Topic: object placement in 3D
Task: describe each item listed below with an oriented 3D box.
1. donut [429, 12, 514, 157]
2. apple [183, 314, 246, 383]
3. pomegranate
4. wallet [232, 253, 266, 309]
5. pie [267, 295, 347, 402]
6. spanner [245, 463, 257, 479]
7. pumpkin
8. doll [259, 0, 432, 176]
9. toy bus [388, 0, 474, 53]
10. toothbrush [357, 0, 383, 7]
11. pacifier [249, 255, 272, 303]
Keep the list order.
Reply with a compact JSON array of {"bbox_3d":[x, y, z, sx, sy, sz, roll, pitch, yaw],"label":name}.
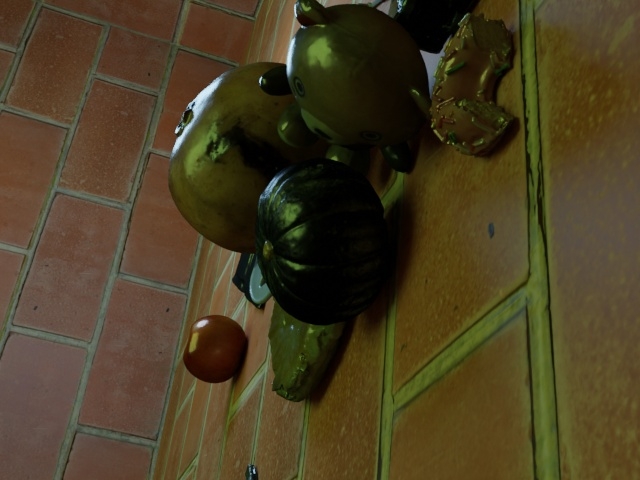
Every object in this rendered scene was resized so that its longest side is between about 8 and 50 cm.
[{"bbox_3d":[0.158,-0.158,0.918,0.117,0.065,0.166,124,159,-53],"label":"donut"},{"bbox_3d":[-0.253,0.255,2.009,0.163,0.139,0.164,-166,90,-75],"label":"apple"},{"bbox_3d":[-0.105,-0.139,1.409,0.322,0.322,0.322,-165,90,-77],"label":"pomegranate"},{"bbox_3d":[-0.147,0.022,2.047,0.323,0.041,0.247,-157,82,-74],"label":"wallet"},{"bbox_3d":[-0.019,0.114,1.338,0.306,0.071,0.307,-168,90,-77],"label":"pie"},{"bbox_3d":[-0.111,0.472,1.423,0.325,0.026,0.093,-113,39,-72],"label":"spanner"},{"bbox_3d":[0.000,0.000,1.124,0.220,0.161,0.221,168,90,-68],"label":"pumpkin"},{"bbox_3d":[0.048,-0.193,1.127,0.174,0.235,0.330,-49,-1,-9],"label":"doll"},{"bbox_3d":[0.155,-0.336,1.076,0.182,0.091,0.103,125,158,-52],"label":"toy bus"},{"bbox_3d":[0.115,-0.443,1.502,0.354,0.029,0.024,-171,83,-77],"label":"toothbrush"},{"bbox_3d":[-0.116,-0.028,1.605,0.227,0.207,0.279,132,151,-54],"label":"pacifier"}]
